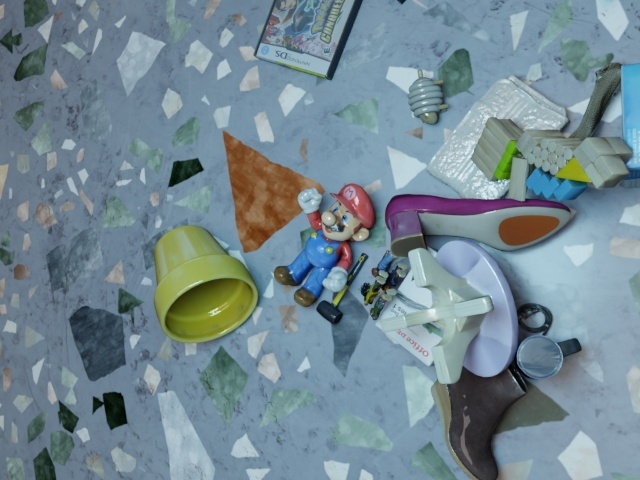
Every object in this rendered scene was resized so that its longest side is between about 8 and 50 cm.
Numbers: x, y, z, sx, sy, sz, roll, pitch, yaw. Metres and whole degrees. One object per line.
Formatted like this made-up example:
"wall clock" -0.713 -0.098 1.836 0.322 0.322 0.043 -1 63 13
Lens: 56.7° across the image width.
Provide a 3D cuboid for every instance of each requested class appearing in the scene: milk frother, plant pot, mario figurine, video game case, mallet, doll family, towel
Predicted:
"milk frother" 0.434 0.200 1.198 0.129 0.135 0.143 -38 71 3
"plant pot" -0.322 0.098 1.544 0.254 0.254 0.239 -46 52 15
"mario figurine" 0.000 0.000 1.415 0.198 0.170 0.320 31 109 -8
"video game case" -0.029 -0.586 1.570 0.248 0.035 0.274 24 96 27
"mallet" 0.053 0.110 1.461 0.062 0.039 0.189 26 92 29
"doll family" 0.140 0.096 1.354 0.076 0.193 0.111 33 141 6
"towel" 0.389 -0.213 1.314 0.187 0.049 0.282 43 104 24

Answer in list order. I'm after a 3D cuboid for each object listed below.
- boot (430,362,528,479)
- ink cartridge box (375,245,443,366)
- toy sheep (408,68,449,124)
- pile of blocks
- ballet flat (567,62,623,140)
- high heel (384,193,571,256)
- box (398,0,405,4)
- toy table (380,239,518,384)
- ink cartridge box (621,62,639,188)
"boot" 0.345 0.360 1.226 0.207 0.090 0.248 -46 57 38
"ink cartridge box" 0.250 0.147 1.321 0.160 0.093 0.219 36 100 26
"toy sheep" 0.246 -0.333 1.379 0.091 0.091 0.132 -14 84 25
"pile of blocks" 0.449 -0.146 1.147 0.362 0.113 0.148 -142 51 -60
"ballet flat" 0.545 -0.254 1.218 0.058 0.084 0.249 30 94 10
"high heel" 0.325 -0.070 1.278 0.377 0.127 0.181 -5 42 9
"box" 0.143 -0.660 1.446 0.029 0.116 0.162 -42 69 15
"toy table" 0.259 0.138 1.144 0.252 0.161 0.274 -37 68 43
"ink cartridge box" 0.697 -0.213 1.075 0.270 0.198 0.197 -2 84 27
